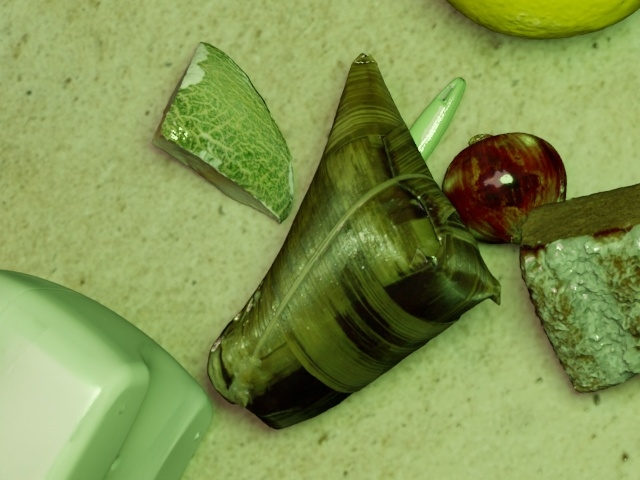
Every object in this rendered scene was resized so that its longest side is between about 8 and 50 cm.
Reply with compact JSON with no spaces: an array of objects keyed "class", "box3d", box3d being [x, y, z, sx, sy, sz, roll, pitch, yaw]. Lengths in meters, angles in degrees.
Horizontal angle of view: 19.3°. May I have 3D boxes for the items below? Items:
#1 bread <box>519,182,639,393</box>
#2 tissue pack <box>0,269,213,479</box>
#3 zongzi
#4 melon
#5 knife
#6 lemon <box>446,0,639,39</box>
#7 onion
[{"class":"bread","box3d":[0.376,0.014,1.581,0.417,0.113,0.165,-14,119,32]},{"class":"tissue pack","box3d":[-0.260,0.152,1.677,0.236,0.333,0.229,30,86,16]},{"class":"zongzi","box3d":[0.000,0.000,1.752,0.286,0.134,0.288,-36,57,23]},{"class":"melon","box3d":[-0.111,-0.097,1.818,0.093,0.139,0.202,-38,74,26]},{"class":"knife","box3d":[0.051,-0.038,1.810,0.043,0.020,0.293,33,89,12]},{"class":"lemon","box3d":[0.221,-0.294,1.721,0.219,0.240,0.240,28,85,-12]},{"class":"onion","box3d":[0.169,-0.052,1.742,0.117,0.118,0.118,-33,73,8]}]
